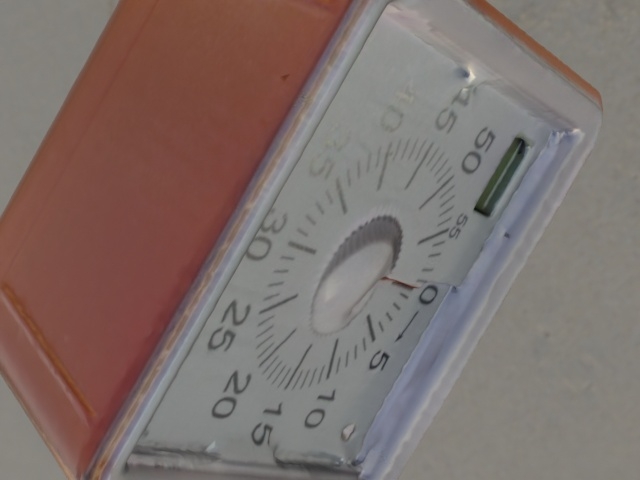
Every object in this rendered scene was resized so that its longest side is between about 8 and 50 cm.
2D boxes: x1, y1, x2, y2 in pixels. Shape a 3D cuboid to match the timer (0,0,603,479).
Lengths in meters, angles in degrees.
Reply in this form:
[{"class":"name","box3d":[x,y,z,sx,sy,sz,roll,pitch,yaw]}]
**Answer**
[{"class":"timer","box3d":[0.000,0.000,0.715,0.250,0.257,0.161,24,-172,-44]}]
